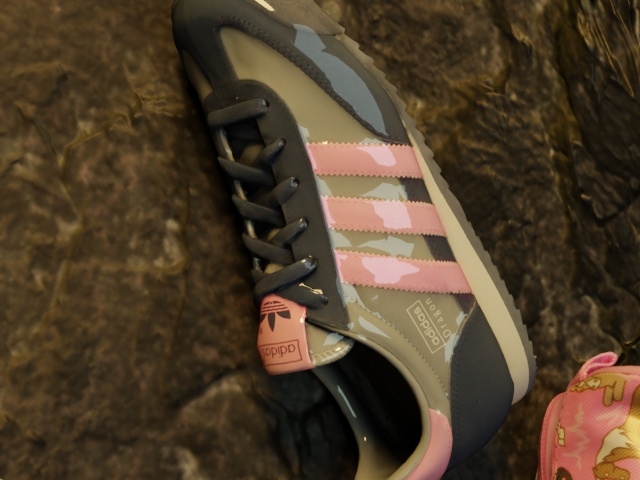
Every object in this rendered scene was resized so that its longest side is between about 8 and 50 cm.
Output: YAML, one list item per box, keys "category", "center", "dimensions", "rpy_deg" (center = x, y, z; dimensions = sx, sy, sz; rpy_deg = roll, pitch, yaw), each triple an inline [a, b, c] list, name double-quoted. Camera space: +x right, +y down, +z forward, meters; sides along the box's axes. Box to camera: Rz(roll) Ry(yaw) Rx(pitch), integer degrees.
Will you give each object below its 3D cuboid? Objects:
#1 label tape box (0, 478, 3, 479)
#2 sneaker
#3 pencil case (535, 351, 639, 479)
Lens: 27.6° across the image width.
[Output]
- category: "label tape box"
  center: [-0.224, 0.243, 0.487]
  dimensions: [0.249, 0.115, 0.347]
  rpy_deg: [29, 64, -1]
- category: "sneaker"
  center: [0.000, 0.000, 0.716]
  dimensions: [0.131, 0.112, 0.319]
  rpy_deg: [-43, 104, -33]
- category: "pencil case"
  center: [0.182, 0.266, 0.763]
  dimensions: [0.167, 0.160, 0.386]
  rpy_deg: [29, 68, -33]
